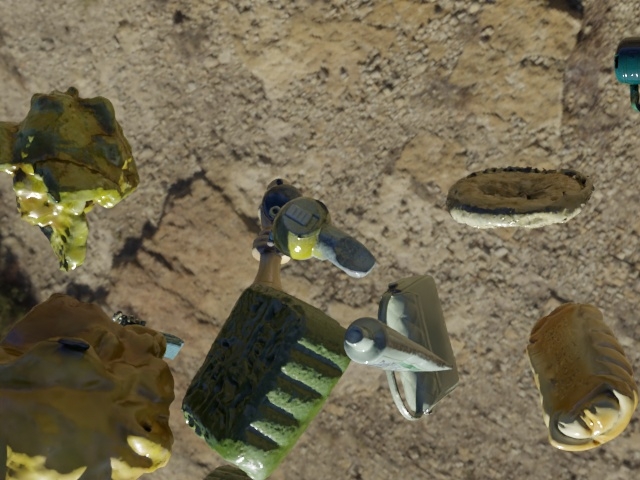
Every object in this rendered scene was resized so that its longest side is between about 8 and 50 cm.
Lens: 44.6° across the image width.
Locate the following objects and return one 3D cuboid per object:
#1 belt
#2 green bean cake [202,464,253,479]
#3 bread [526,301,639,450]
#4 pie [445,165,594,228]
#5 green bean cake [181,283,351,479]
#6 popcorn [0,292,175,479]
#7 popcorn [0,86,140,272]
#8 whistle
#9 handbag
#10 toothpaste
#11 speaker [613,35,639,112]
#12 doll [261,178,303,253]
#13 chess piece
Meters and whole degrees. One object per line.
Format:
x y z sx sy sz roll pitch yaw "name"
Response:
-0.390 0.223 1.769 0.100 0.065 0.179 31 -179 35 "belt"
-0.188 0.564 1.481 0.125 0.222 0.227 14 96 4 "green bean cake"
0.479 0.239 1.427 0.121 0.311 0.173 39 118 -18 "bread"
0.361 -0.086 1.433 0.274 0.274 0.055 6 115 35 "pie"
-0.083 0.195 1.106 0.125 0.248 0.222 29 174 -29 "green bean cake"
-0.333 0.205 0.994 0.297 0.316 0.281 7 135 -24 "popcorn"
-0.499 -0.141 1.555 0.321 0.290 0.326 53 167 -18 "popcorn"
0.000 0.000 1.436 0.223 0.123 0.123 31 136 11 "whistle"
0.166 0.197 1.437 0.079 0.219 0.256 -12 96 32 "handbag"
0.070 0.106 0.741 0.064 0.041 0.218 1 166 24 "toothpaste"
0.414 -0.211 0.984 0.075 0.060 0.094 9 130 34 "speaker"
-0.072 -0.051 1.581 0.114 0.085 0.152 -14 84 35 "doll"
-0.124 0.020 1.948 0.117 0.397 0.117 4 153 2 "chess piece"
